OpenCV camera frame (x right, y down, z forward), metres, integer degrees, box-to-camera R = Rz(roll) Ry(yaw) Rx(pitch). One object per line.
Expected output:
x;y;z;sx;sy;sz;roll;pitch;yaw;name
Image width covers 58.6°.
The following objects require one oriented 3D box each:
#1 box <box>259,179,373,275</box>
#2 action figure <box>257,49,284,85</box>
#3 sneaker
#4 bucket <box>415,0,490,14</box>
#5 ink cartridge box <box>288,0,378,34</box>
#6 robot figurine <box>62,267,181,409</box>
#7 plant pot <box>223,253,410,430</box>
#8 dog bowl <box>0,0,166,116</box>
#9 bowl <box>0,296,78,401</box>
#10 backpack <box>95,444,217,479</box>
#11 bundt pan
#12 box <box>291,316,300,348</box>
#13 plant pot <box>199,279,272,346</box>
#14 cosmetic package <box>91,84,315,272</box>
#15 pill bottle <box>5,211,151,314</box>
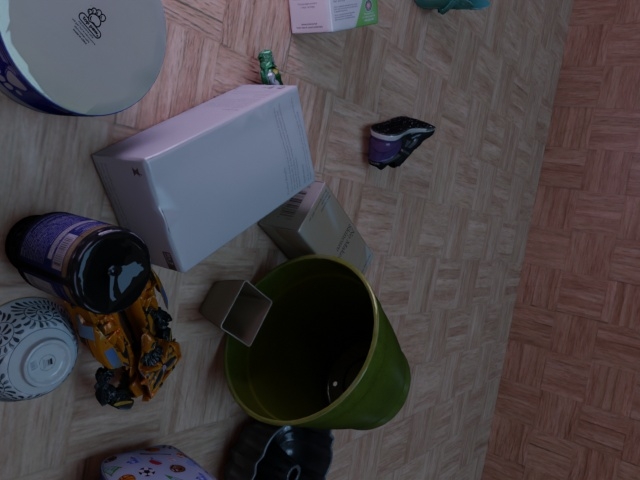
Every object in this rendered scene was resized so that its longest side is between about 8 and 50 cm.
0.000;0.000;1.384;0.311;0.121;0.148;51;59;-47;box
-0.082;-0.291;1.214;0.137;0.063;0.232;-105;175;-60;action figure
0.225;-0.279;1.647;0.283;0.107;0.124;-21;131;-45;sneaker
0.380;-0.786;1.614;0.281;0.183;0.281;-21;117;-49;bucket
0.025;-0.606;1.245;0.198;0.115;0.272;-32;124;-45;ink cartridge box
-0.328;0.161;0.991;0.211;0.085;0.291;-60;149;-45;robot figurine
0.033;0.272;1.294;0.353;0.366;0.366;44;65;-48;plant pot
-0.359;-0.313;0.825;0.265;0.104;0.264;-21;117;-49;dog bowl
-0.440;0.178;0.882;0.170;0.080;0.170;-19;114;-50;bowl
-0.316;0.500;1.006;0.263;0.276;0.213;-4;98;-46;backpack
-0.110;0.550;1.396;0.331;0.124;0.330;-20;116;-48;bundt pan
-0.018;0.238;1.496;0.191;0.045;0.184;-27;122;-47;box
-0.186;0.143;1.198;0.109;0.096;0.109;48;62;-47;plant pot
-0.193;-0.132;1.062;0.385;0.156;0.217;-37;127;-41;cosmetic package
-0.359;0.024;0.826;0.123;0.219;0.122;-21;117;-49;pill bottle
